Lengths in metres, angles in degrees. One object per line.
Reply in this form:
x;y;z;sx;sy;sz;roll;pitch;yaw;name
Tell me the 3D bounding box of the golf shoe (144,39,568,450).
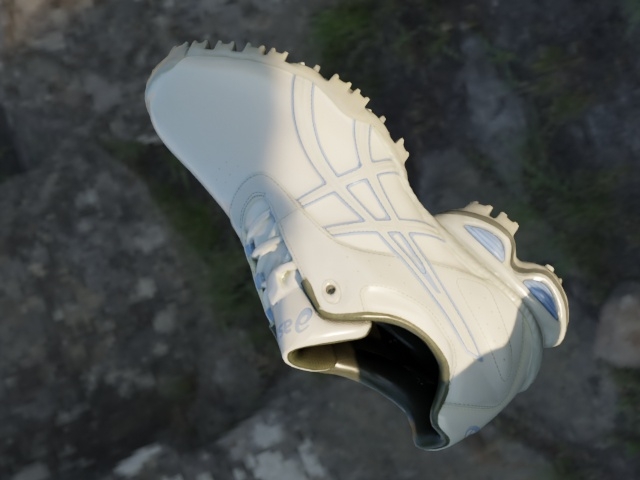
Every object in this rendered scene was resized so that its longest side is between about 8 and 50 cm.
0.000;0.000;0.508;0.176;0.086;0.069;36;140;7;golf shoe
